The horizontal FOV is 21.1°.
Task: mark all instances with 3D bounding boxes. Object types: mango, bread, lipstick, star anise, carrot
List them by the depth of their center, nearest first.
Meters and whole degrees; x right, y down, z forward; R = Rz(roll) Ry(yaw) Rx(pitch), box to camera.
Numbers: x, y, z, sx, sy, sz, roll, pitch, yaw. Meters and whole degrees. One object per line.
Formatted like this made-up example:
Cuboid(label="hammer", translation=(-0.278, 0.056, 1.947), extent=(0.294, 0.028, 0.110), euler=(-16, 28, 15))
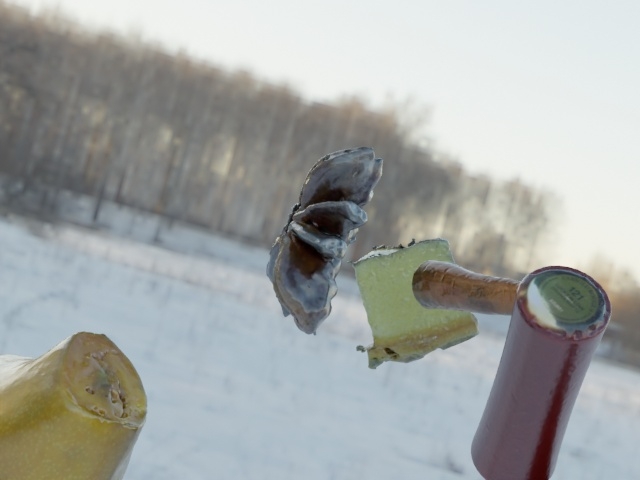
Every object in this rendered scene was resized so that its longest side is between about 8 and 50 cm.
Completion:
Cuboid(label="mango", translation=(-0.253, 0.176, 1.361), extent=(0.144, 0.187, 0.359), euler=(25, -23, -27))
Cuboid(label="lipstick", translation=(0.182, 0.120, 1.447), extent=(0.080, 0.080, 0.241), euler=(15, -40, 7))
Cuboid(label="carrot", translation=(0.195, 0.058, 1.843), extent=(0.057, 0.057, 0.224), euler=(16, -6, -41))
Cuboid(label="star anise", translation=(0.000, 0.000, 1.958), extent=(0.093, 0.236, 0.229), euler=(22, -42, -7))
Cuboid(label="bread", translation=(0.116, 0.073, 2.142), extent=(0.152, 0.147, 0.127), euler=(-13, 7, 16))
